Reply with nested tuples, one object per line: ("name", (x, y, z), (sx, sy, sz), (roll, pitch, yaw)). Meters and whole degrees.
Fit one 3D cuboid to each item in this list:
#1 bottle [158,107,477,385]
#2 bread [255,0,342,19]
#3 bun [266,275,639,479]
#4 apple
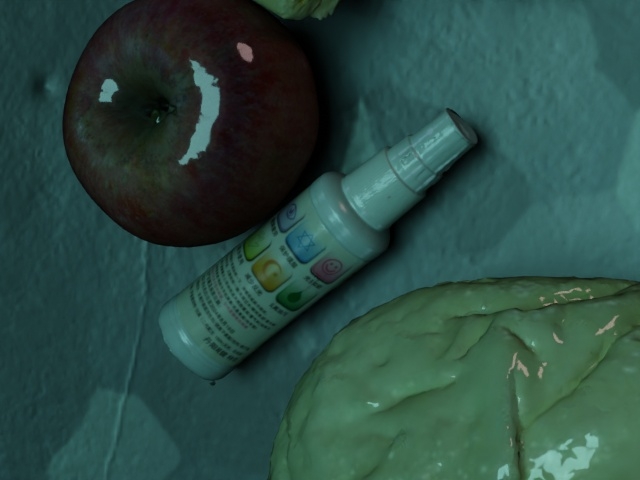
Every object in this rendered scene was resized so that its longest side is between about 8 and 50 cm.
("bottle", (0.000, 0.000, 1.012), (0.217, 0.060, 0.060), (-39, 73, 22))
("bread", (-0.042, -0.217, 0.999), (0.178, 0.060, 0.139), (37, 108, 33))
("bun", (0.120, 0.169, 0.857), (0.349, 0.227, 0.352), (-43, 70, 22))
("apple", (-0.073, -0.072, 1.017), (0.153, 0.120, 0.153), (-4, 83, 33))
